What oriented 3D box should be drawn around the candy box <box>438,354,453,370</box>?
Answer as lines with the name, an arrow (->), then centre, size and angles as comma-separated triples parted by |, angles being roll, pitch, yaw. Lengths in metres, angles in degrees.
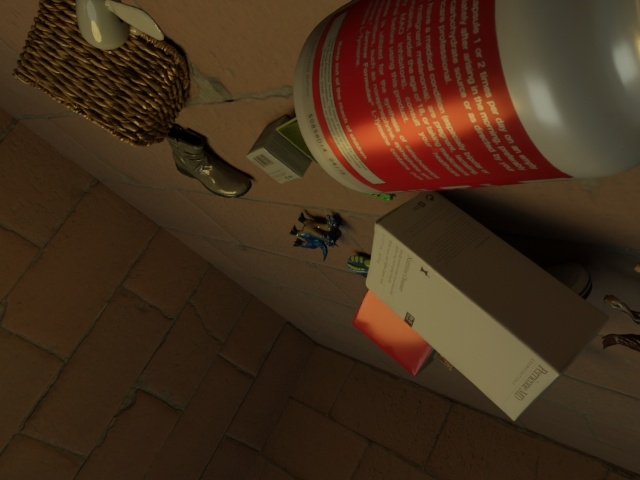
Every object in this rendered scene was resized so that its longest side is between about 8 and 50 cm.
candy box -> 0.362, 0.266, 1.527 | 0.183, 0.088, 0.316 | 46, 171, 24

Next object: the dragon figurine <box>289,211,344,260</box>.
dragon figurine -> 0.000, 0.000, 1.448 | 0.144, 0.085, 0.289 | 26, 161, 13

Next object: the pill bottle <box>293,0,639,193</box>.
pill bottle -> 0.169, -0.164, 0.474 | 0.229, 0.228, 0.408 | 39, 161, -28

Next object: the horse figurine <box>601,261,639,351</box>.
horse figurine -> 0.549, 0.108, 0.790 | 0.175, 0.066, 0.263 | 36, 145, 22

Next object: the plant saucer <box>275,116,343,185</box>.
plant saucer -> 0.036, -0.182, 0.946 | 0.188, 0.045, 0.188 | 37, 162, -22

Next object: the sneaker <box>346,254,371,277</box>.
sneaker -> 0.169, 0.087, 1.487 | 0.188, 0.066, 0.078 | 18, -179, 28

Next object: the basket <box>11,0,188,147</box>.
basket -> -0.427, -0.367, 1.084 | 0.299, 0.222, 0.213 | 30, -164, -3

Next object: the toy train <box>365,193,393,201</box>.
toy train -> 0.116, -0.103, 1.090 | 0.083, 0.017, 0.023 | 21, 151, 25

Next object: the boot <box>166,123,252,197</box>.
boot -> -0.306, -0.210, 1.367 | 0.247, 0.083, 0.161 | 24, 156, 12

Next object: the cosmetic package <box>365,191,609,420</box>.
cosmetic package -> 0.275, 0.108, 0.939 | 0.385, 0.156, 0.217 | 43, 152, 29

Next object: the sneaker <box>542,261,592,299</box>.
sneaker -> 0.443, 0.146, 1.034 | 0.127, 0.126, 0.321 | 41, 154, 1

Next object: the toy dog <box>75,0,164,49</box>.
toy dog -> -0.227, -0.374, 0.646 | 0.161, 0.219, 0.334 | 2, -179, -21

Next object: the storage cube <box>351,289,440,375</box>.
storage cube -> 0.224, 0.157, 1.188 | 0.193, 0.184, 0.214 | 38, 125, 26

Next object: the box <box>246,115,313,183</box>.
box -> -0.076, -0.183, 1.052 | 0.102, 0.087, 0.101 | 36, 162, -23
